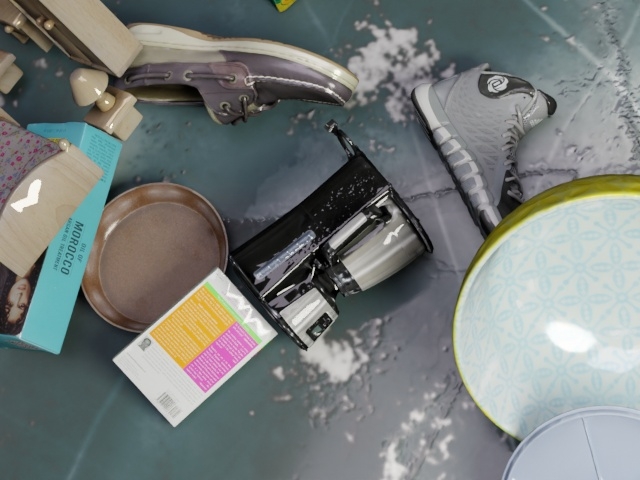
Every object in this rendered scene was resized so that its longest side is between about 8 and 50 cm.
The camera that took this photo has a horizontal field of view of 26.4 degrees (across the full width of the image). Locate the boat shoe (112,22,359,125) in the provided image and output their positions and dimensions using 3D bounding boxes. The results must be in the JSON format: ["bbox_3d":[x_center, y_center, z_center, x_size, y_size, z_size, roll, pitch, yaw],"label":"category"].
[{"bbox_3d":[-0.098,-0.169,1.478,0.285,0.103,0.092,12,81,21],"label":"boat shoe"}]

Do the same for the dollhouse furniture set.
[{"bbox_3d":[-0.377,-0.132,1.424,0.303,0.174,0.355,25,75,45],"label":"dollhouse furniture set"}]

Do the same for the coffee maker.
[{"bbox_3d":[0.000,0.000,1.401,0.178,0.120,0.171,-37,45,-2],"label":"coffee maker"}]

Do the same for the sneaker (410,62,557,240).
[{"bbox_3d":[0.194,-0.091,1.390,0.132,0.086,0.228,-27,67,1],"label":"sneaker"}]

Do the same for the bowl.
[{"bbox_3d":[0.268,0.048,1.270,0.290,0.289,0.156,-7,29,11],"label":"bowl"}]

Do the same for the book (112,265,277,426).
[{"bbox_3d":[-0.129,0.109,1.410,0.144,0.035,0.096,-41,97,-3],"label":"book"}]

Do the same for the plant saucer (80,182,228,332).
[{"bbox_3d":[-0.177,0.021,1.469,0.169,0.029,0.168,-4,72,13],"label":"plant saucer"}]

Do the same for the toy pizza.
[{"bbox_3d":[0.266,0.244,1.258,0.201,0.032,0.201,3,104,12],"label":"toy pizza"}]

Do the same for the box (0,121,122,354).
[{"bbox_3d":[-0.300,-0.005,1.472,0.101,0.060,0.244,2,71,38],"label":"box"}]

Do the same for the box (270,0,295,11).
[{"bbox_3d":[-0.009,-0.354,1.545,0.179,0.043,0.105,-39,69,-3],"label":"box"}]
